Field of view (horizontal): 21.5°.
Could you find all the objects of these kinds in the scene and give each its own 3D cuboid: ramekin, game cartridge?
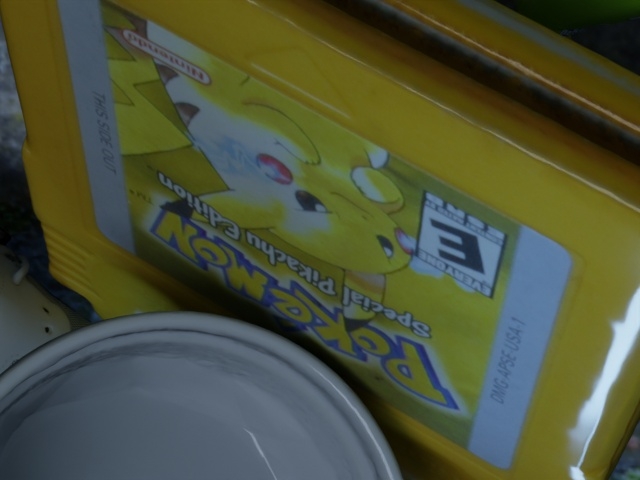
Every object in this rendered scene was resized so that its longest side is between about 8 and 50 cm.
[{"bbox_3d":[-0.072,0.135,0.714,0.207,0.207,0.109,48,164,-7],"label":"ramekin"},{"bbox_3d":[0.000,0.000,0.668,0.285,0.053,0.324,30,151,14],"label":"game cartridge"}]

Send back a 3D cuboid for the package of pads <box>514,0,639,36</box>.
[{"bbox_3d":[0.134,-0.225,0.515,0.229,0.101,0.296,-8,116,32],"label":"package of pads"}]

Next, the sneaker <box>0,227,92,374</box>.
[{"bbox_3d":[-0.194,0.031,0.831,0.122,0.146,0.330,-38,68,61],"label":"sneaker"}]

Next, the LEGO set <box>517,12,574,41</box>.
[{"bbox_3d":[0.053,-0.072,0.660,0.227,0.087,0.093,36,129,2],"label":"LEGO set"}]
